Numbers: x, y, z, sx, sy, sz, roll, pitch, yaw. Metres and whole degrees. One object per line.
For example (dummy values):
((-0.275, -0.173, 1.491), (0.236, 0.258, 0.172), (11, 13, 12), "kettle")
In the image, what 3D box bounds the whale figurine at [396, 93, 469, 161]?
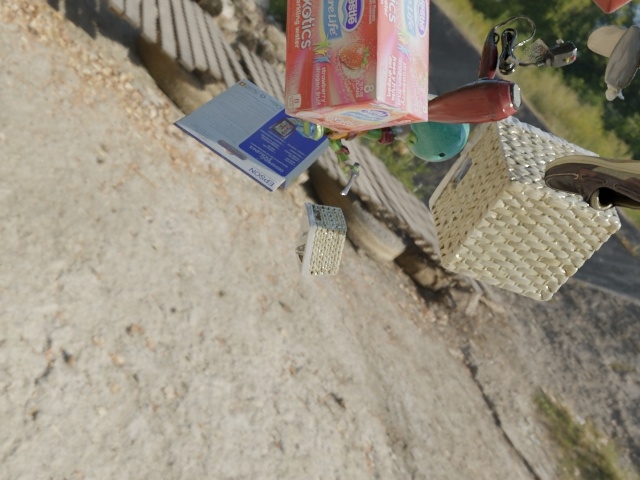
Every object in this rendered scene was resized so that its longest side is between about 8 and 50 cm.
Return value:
((0.284, -0.300, 1.806), (0.272, 0.216, 0.141), (31, 46, -53), "whale figurine")

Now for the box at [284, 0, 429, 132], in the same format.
((0.055, -0.313, 0.947), (0.142, 0.154, 0.300), (6, 83, -53), "box")

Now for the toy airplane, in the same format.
((0.809, -0.339, 1.467), (0.384, 0.272, 0.386), (49, -24, -18), "toy airplane")

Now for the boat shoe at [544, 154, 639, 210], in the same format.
((0.557, -0.105, 1.363), (0.102, 0.092, 0.285), (34, -13, -36), "boat shoe")

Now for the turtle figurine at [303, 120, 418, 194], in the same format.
((0.115, -0.228, 1.522), (0.274, 0.266, 0.198), (26, -52, 61), "turtle figurine")

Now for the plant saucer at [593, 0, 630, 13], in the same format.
((0.794, -0.751, 1.810), (0.048, 0.258, 0.259), (45, 18, -53), "plant saucer")

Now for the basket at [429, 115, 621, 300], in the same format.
((0.485, -0.075, 1.694), (0.331, 0.328, 0.267), (20, 40, -14), "basket")

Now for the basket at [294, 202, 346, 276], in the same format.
((0.000, 0.000, 1.798), (0.103, 0.167, 0.113), (3, 36, -13), "basket")

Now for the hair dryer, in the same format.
((0.327, -0.309, 1.338), (0.080, 0.293, 0.224), (56, 3, -34), "hair dryer")

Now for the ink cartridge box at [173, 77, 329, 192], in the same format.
((-0.168, -0.260, 1.761), (0.303, 0.072, 0.307), (35, 48, 8), "ink cartridge box")
